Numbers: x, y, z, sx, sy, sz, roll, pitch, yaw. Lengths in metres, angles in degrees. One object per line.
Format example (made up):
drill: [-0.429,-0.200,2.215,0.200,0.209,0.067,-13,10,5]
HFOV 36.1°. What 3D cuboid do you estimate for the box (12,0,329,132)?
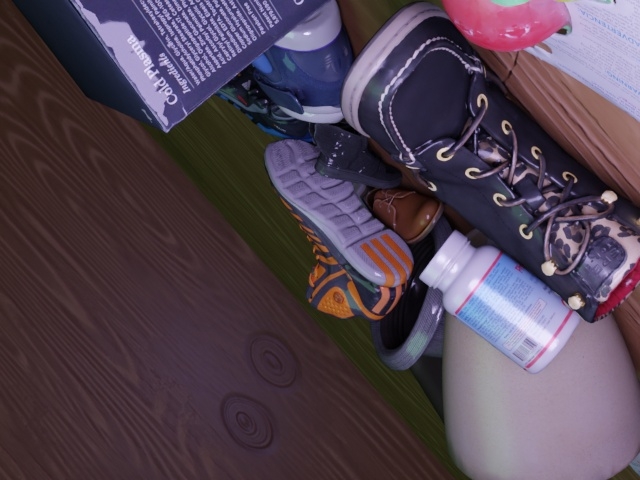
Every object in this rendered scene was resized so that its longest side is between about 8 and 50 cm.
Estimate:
box: [-0.137,-0.292,1.008,0.179,0.312,0.343,54,167,-26]

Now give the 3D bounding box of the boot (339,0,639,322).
boot: [0.182,-0.061,0.929,0.284,0.138,0.377,43,-178,20]

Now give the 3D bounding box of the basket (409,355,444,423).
basket: [0.263,0.255,1.728,0.227,0.204,0.154,48,133,39]

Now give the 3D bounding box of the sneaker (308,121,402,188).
sneaker: [0.055,-0.131,1.422,0.170,0.089,0.051,7,-153,-25]

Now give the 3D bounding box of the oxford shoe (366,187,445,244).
oxford shoe: [0.118,-0.044,1.450,0.076,0.076,0.212,35,173,-16]

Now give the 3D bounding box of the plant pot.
plant pot: [0.253,0.117,1.191,0.256,0.256,0.274,31,142,56]

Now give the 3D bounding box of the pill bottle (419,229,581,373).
pill bottle: [0.188,0.061,1.038,0.160,0.087,0.087,37,168,6]

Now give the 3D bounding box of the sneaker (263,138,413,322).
sneaker: [0.000,0.000,1.499,0.321,0.124,0.180,53,144,27]

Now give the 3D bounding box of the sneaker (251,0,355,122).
sneaker: [-0.084,-0.276,1.324,0.322,0.130,0.236,36,160,27]

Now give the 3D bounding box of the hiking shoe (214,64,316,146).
hiking shoe: [-0.112,-0.238,1.605,0.304,0.113,0.132,39,165,39]

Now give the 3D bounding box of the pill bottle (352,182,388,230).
pill bottle: [0.076,-0.042,1.673,0.120,0.067,0.067,54,167,-26]

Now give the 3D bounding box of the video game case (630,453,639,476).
video game case: [0.506,0.316,1.268,0.244,0.061,0.269,50,169,-3]

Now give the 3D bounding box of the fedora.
fedora: [0.177,0.086,1.470,0.124,0.244,0.275,19,-174,-12]

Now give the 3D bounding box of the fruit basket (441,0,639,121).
fruit basket: [0.126,-0.242,0.709,0.327,0.165,0.353,42,-177,31]
